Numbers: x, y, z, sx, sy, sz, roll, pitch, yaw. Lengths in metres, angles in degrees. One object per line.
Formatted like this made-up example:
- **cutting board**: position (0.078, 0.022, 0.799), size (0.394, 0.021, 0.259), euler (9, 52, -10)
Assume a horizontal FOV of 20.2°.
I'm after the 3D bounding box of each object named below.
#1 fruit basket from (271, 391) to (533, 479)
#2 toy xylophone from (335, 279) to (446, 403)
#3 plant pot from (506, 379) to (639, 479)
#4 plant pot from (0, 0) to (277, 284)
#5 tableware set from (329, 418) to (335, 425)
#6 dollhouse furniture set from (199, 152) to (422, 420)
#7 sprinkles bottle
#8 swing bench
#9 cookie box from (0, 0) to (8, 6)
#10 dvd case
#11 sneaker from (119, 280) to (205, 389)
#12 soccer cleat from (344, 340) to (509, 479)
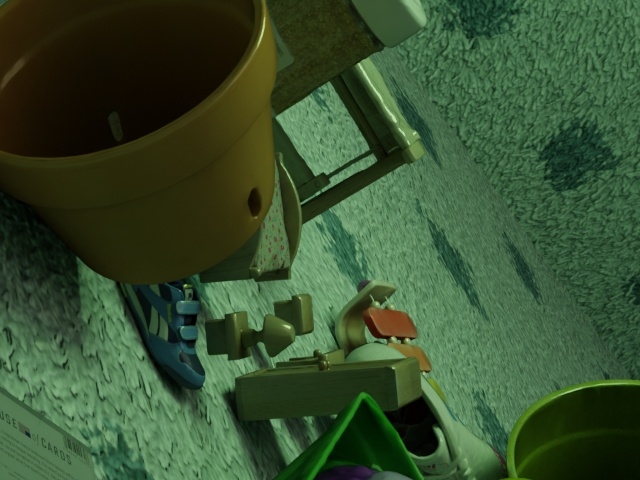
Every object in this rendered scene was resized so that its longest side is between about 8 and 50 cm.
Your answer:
- **fruit basket**: position (0.100, 0.279, 1.536), size (0.283, 0.392, 0.392), euler (59, 14, -4)
- **toy xylophone**: position (0.123, 0.202, 2.357), size (0.322, 0.081, 0.236), euler (61, 13, 5)
- **plant pot**: position (0.377, 0.417, 2.169), size (0.366, 0.367, 0.353), euler (-99, -166, -56)
- **plant pot**: position (-0.161, -0.099, 1.618), size (0.291, 0.291, 0.203), euler (-105, 176, -47)
- **tableware set**: position (0.040, 0.216, 2.164), size (0.169, 0.020, 0.141), euler (33, 30, -61)
- **dollhouse furniture set**: position (0.000, 0.000, 1.876), size (0.303, 0.174, 0.355), euler (-2, 88, -75)
- **sprinkles bottle**: position (-0.064, -0.189, 1.916), size (0.121, 0.355, 0.121), euler (54, 15, -21)
- **swing bench**: position (-0.037, -0.156, 2.160), size (0.253, 0.255, 0.165), euler (59, 14, -3)
- **cookie box**: position (-0.288, -0.211, 1.831), size (0.107, 0.040, 0.091), euler (42, 21, -50)
- **dvd case**: position (-0.208, 0.211, 1.280), size (0.179, 0.030, 0.238), euler (46, 19, -45)
- **sneaker**: position (-0.142, 0.075, 1.729), size (0.144, 0.059, 0.053), euler (63, 12, 8)
- **soccer cleat**: position (0.134, 0.258, 2.119), size (0.331, 0.116, 0.143), euler (48, 5, -28)
